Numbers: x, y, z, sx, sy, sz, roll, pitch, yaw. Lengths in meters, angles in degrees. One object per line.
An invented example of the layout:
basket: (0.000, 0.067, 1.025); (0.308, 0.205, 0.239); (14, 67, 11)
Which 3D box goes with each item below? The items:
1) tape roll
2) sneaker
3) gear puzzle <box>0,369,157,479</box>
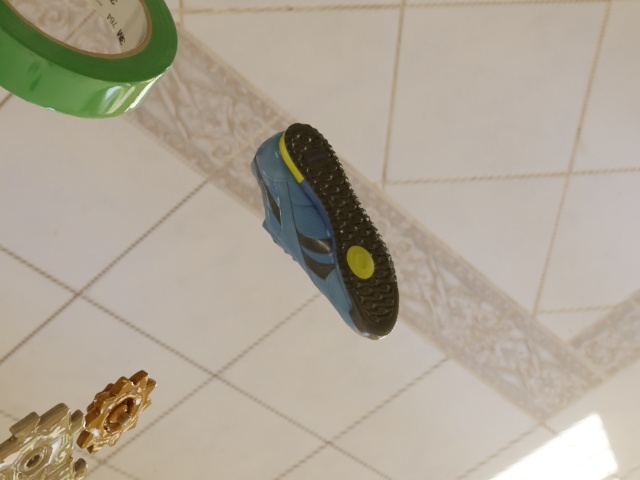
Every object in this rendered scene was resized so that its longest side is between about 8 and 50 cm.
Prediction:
tape roll: (-0.348, -0.307, 1.386); (0.321, 0.321, 0.077); (24, 131, -27)
sneaker: (0.000, 0.000, 0.935); (0.069, 0.209, 0.082); (-14, 164, -47)
gear puzzle: (-0.266, 0.198, 0.830); (0.339, 0.044, 0.175); (-36, 153, -34)
